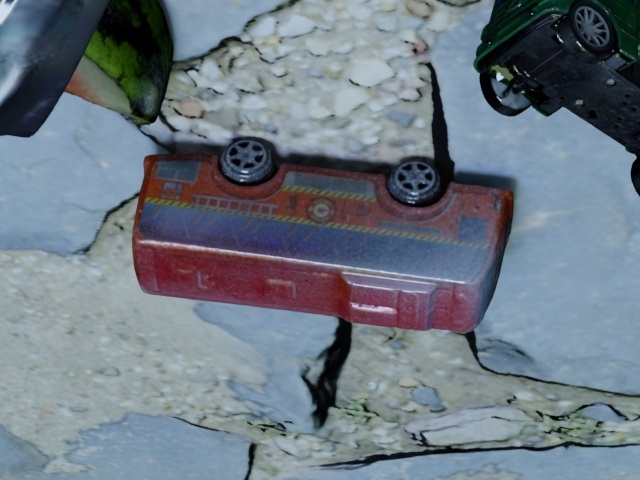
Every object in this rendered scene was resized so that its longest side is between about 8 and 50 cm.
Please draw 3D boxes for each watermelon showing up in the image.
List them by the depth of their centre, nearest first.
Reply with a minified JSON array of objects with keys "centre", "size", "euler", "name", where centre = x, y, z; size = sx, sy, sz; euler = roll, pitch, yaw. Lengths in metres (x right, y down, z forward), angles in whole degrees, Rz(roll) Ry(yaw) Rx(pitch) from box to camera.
[{"centre":[-0.158,-0.120,0.842],"size":[0.245,0.063,0.119],"euler":[31,153,-27],"name":"watermelon"}]

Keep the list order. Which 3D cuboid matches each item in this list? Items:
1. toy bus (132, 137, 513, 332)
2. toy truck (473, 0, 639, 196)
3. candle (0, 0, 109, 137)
[{"centre":[0.000,0.000,0.943],"size":[0.192,0.077,0.065],"euler":[7,146,6],"name":"toy bus"},{"centre":[0.140,-0.074,0.805],"size":[0.147,0.079,0.065],"euler":[28,142,-24],"name":"toy truck"},{"centre":[-0.216,-0.185,0.622],"size":[0.343,0.221,0.221],"euler":[26,141,-18],"name":"candle"}]
